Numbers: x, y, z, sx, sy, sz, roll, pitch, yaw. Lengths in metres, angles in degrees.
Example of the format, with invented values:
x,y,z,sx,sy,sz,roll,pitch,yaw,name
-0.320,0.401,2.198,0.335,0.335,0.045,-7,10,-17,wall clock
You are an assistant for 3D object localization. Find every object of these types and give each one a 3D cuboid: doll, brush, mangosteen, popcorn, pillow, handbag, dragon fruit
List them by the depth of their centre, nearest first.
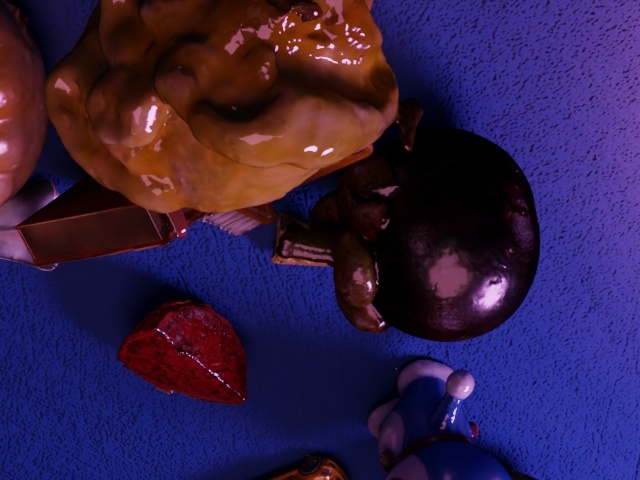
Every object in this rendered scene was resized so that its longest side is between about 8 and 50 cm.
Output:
x,y,z,sx,sy,sz,roll,pitch,yaw,name
-0.083,-0.171,1.214,0.281,0.297,0.316,37,150,-29,popcorn
-0.176,-0.034,1.382,0.190,0.127,0.063,-7,114,41,handbag
-0.043,-0.056,1.388,0.090,0.017,0.314,24,157,-24,brush
0.081,-0.002,1.401,0.250,0.211,0.211,-7,130,-10,mangosteen
-0.328,-0.015,1.488,0.135,0.055,0.091,-1,128,-3,pillow
-0.154,0.111,1.590,0.106,0.083,0.162,-13,144,36,dragon fruit
0.121,0.253,1.598,0.161,0.257,0.215,4,128,-21,doll

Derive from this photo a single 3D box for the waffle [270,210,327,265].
x,y,z,sx,sy,sz,roll,pitch,yaw,name
0.000,0.000,1.480,0.097,0.023,0.153,3,165,-2,waffle

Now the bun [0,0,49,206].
x,y,z,sx,sy,sz,roll,pitch,yaw,name
-0.391,-0.115,1.334,0.299,0.165,0.299,-2,130,-2,bun

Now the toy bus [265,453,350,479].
x,y,z,sx,sy,sz,roll,pitch,yaw,name
-0.043,0.319,1.760,0.162,0.074,0.069,-23,125,18,toy bus

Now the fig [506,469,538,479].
x,y,z,sx,sy,sz,roll,pitch,yaw,name
0.192,0.401,1.698,0.206,0.275,0.206,-2,147,-1,fig
